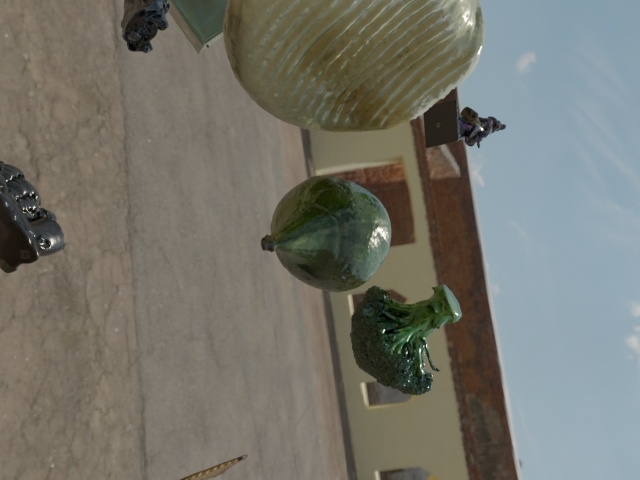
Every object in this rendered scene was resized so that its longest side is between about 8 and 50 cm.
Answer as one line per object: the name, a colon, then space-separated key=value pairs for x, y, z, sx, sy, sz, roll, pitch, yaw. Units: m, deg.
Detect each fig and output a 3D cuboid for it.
fig: x=0.000 y=0.000 z=0.911 sx=0.235 sy=0.203 sz=0.203 roll=-28 pitch=110 yaw=-65

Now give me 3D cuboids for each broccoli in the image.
broccoli: x=0.210 y=0.238 z=1.435 sx=0.297 sy=0.297 sz=0.297 roll=46 pitch=22 yaw=-24

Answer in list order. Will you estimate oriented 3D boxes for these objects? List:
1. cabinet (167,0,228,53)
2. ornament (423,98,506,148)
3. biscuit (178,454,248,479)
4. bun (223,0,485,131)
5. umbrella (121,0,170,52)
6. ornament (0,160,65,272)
cabinet: x=-0.278 y=-0.623 z=1.519 sx=0.150 sy=0.206 sz=0.145 roll=54 pitch=-8 yaw=-18
ornament: x=0.291 y=-0.225 z=1.143 sx=0.203 sy=0.081 sz=0.088 roll=-8 pitch=95 yaw=-45
biscuit: x=-0.268 y=0.458 z=1.064 sx=0.232 sy=0.237 sz=0.013 roll=-51 pitch=-124 yaw=54
bun: x=0.041 y=-0.322 z=0.822 sx=0.365 sy=0.365 sz=0.219 roll=73 pitch=9 yaw=-59
umbrella: x=-0.265 y=-0.384 z=0.864 sx=0.071 sy=0.080 sz=0.224 roll=15 pitch=55 yaw=-44
ornament: x=-0.675 y=-0.067 z=1.306 sx=0.260 sy=0.106 sz=0.251 roll=-88 pitch=153 yaw=-72
